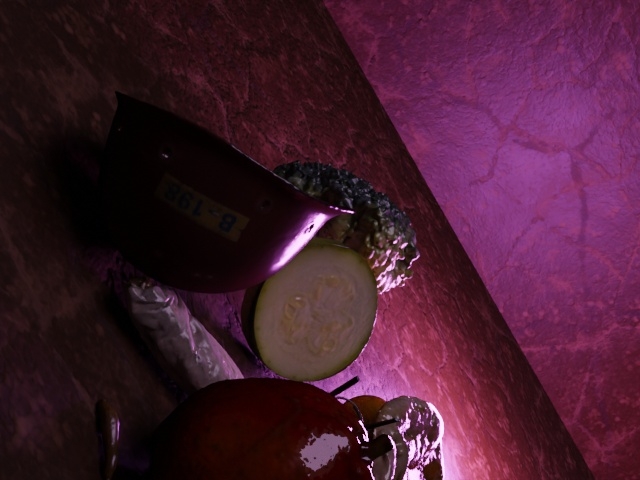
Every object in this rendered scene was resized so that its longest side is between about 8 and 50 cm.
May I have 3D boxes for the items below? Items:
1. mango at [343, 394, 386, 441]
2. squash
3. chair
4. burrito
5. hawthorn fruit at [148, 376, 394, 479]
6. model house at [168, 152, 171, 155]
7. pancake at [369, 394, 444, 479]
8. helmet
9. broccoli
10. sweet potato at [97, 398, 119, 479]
[{"bbox_3d":[0.072,0.364,1.826,0.138,0.113,0.253,61,26,-16],"label":"mango"},{"bbox_3d":[-0.018,0.121,1.759,0.252,0.252,0.049,50,-11,-31],"label":"squash"},{"bbox_3d":[0.008,0.302,1.643,0.104,0.221,0.095,50,48,-11],"label":"chair"},{"bbox_3d":[-0.164,0.198,1.501,0.392,0.076,0.117,57,14,-23],"label":"burrito"},{"bbox_3d":[-0.056,0.293,1.299,0.265,0.307,0.265,-18,90,-88],"label":"hawthorn fruit"},{"bbox_3d":[-0.225,-0.095,1.719,0.165,0.106,0.152,27,35,3],"label":"model house"},{"bbox_3d":[0.149,0.448,1.754,0.387,0.082,0.387,-1,90,-69],"label":"pancake"},{"bbox_3d":[-0.172,-0.037,1.494,0.384,0.230,0.337,29,0,-13],"label":"helmet"},{"bbox_3d":[0.009,0.004,1.941,0.347,0.281,0.293,26,-1,1],"label":"broccoli"},{"bbox_3d":[-0.260,0.244,1.267,0.026,0.026,0.115,40,28,-47],"label":"sweet potato"}]
